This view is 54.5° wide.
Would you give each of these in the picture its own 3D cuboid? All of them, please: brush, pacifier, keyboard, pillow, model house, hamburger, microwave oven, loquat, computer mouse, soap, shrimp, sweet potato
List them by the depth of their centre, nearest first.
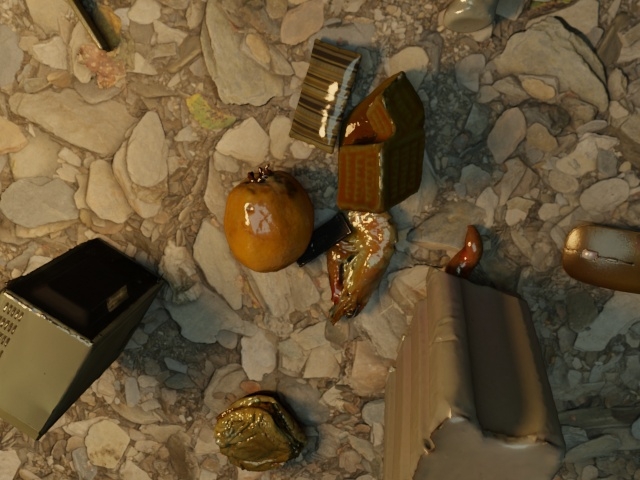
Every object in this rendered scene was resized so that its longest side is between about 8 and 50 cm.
[{"bbox_3d":[0.290,-0.460,1.107,0.279,0.227,0.207,-1,141,-12],"label":"pacifier"},{"bbox_3d":[0.258,0.300,1.150,0.213,0.435,0.350,17,119,-1],"label":"soap"},{"bbox_3d":[0.107,-0.174,1.159,0.173,0.239,0.268,2,108,8],"label":"model house"},{"bbox_3d":[0.008,-0.284,1.235,0.113,0.038,0.203,27,112,23],"label":"pillow"},{"bbox_3d":[-0.500,-0.510,1.241,0.048,0.054,0.282,-30,101,2],"label":"brush"},{"bbox_3d":[0.616,0.039,1.250,0.245,0.056,0.125,12,107,6],"label":"computer mouse"},{"bbox_3d":[-0.102,-0.042,1.252,0.176,0.187,0.234,6,115,14],"label":"loquat"},{"bbox_3d":[-0.529,0.174,1.287,0.218,0.355,0.286,33,108,-2],"label":"microwave oven"},{"bbox_3d":[0.292,0.067,1.301,0.058,0.055,0.202,6,111,-26],"label":"sweet potato"},{"bbox_3d":[0.000,0.000,1.321,0.155,0.010,0.053,-33,77,28],"label":"keyboard"},{"bbox_3d":[0.066,0.055,1.330,0.154,0.062,0.294,22,106,14],"label":"shrimp"},{"bbox_3d":[-0.139,0.444,1.449,0.183,0.130,0.206,-23,121,15],"label":"hamburger"}]
